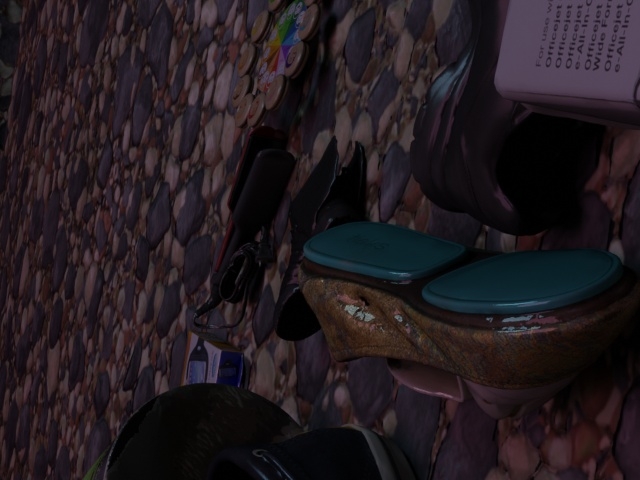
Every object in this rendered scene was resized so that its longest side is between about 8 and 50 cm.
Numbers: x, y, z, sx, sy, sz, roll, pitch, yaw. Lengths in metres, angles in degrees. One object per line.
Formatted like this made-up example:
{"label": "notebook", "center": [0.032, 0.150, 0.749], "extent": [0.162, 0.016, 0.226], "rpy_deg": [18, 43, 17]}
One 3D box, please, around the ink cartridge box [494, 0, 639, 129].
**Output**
{"label": "ink cartridge box", "center": [0.234, -0.085, 0.561], "extent": [0.307, 0.223, 0.129], "rpy_deg": [-159, 78, -68]}

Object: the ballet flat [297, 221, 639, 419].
{"label": "ballet flat", "center": [0.098, 0.057, 1.027], "extent": [0.348, 0.123, 0.123], "rpy_deg": [10, 92, 61]}

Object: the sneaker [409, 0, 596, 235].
{"label": "sneaker", "center": [0.144, -0.136, 1.008], "extent": [0.130, 0.109, 0.286], "rpy_deg": [-138, 49, -57]}

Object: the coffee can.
{"label": "coffee can", "center": [-0.132, 0.268, 1.413], "extent": [0.275, 0.202, 0.201], "rpy_deg": [132, 141, -55]}

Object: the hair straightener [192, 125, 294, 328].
{"label": "hair straightener", "center": [-0.080, 0.003, 1.574], "extent": [0.230, 0.047, 0.089], "rpy_deg": [-64, 27, 27]}

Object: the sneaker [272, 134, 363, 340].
{"label": "sneaker", "center": [-0.002, 0.000, 1.386], "extent": [0.170, 0.051, 0.089], "rpy_deg": [-64, 27, 29]}

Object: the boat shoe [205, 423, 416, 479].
{"label": "boat shoe", "center": [0.021, 0.321, 1.068], "extent": [0.500, 0.156, 0.186], "rpy_deg": [-109, 36, -47]}

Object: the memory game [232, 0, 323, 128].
{"label": "memory game", "center": [-0.042, -0.193, 1.548], "extent": [0.186, 0.012, 0.186], "rpy_deg": [-49, 29, 39]}

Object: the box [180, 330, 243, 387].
{"label": "box", "center": [-0.114, 0.145, 1.649], "extent": [0.136, 0.028, 0.081], "rpy_deg": [-162, 81, -70]}
